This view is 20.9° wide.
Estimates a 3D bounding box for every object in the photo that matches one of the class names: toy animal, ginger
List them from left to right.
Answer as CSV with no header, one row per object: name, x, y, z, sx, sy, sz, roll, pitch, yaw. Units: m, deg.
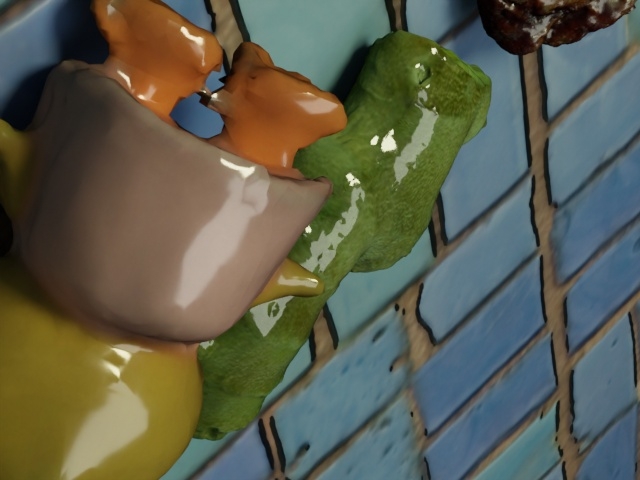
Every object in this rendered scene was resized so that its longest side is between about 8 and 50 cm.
toy animal,-0.104,0.028,0.865,0.195,0.169,0.281,28,104,-19
ginger,0.004,-0.003,1.054,0.290,0.089,0.137,-51,167,-12

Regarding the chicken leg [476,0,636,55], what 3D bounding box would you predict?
chicken leg,0.173,-0.264,1.043,0.177,0.083,0.322,16,110,-42
